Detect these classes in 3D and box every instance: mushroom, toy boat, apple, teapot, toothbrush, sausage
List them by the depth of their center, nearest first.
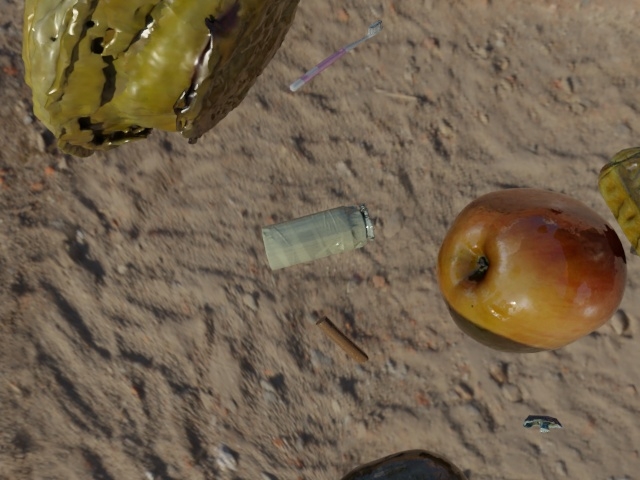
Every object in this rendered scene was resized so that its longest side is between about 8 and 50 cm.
[{"bbox_3d":[0.077,0.318,0.899,0.209,0.072,0.094,-23,81,8],"label":"mushroom"},{"bbox_3d":[0.283,0.036,1.015,0.241,0.242,0.242,1,64,-42],"label":"apple"},{"bbox_3d":[0.041,0.179,1.309,0.116,0.026,0.026,43,75,-13],"label":"sausage"},{"bbox_3d":[0.000,0.000,1.347,0.200,0.107,0.077,-14,55,0],"label":"teapot"},{"bbox_3d":[0.492,0.408,1.618,0.083,0.038,0.038,-1,70,9],"label":"toy boat"},{"bbox_3d":[0.039,-0.414,1.629,0.286,0.025,0.020,-40,58,-21],"label":"toothbrush"}]

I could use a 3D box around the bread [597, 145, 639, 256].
[{"bbox_3d":[0.433,0.048,0.828,0.084,0.077,0.368,-32,65,18],"label":"bread"}]

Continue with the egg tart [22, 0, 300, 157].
[{"bbox_3d":[-0.082,-0.145,0.464,0.106,0.241,0.241,36,74,3],"label":"egg tart"}]

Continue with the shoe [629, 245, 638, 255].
[{"bbox_3d":[0.582,-0.062,1.152,0.109,0.293,0.149,3,78,-4],"label":"shoe"}]
